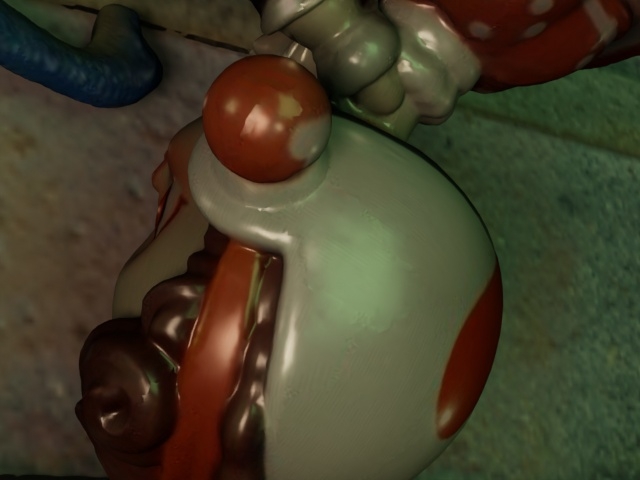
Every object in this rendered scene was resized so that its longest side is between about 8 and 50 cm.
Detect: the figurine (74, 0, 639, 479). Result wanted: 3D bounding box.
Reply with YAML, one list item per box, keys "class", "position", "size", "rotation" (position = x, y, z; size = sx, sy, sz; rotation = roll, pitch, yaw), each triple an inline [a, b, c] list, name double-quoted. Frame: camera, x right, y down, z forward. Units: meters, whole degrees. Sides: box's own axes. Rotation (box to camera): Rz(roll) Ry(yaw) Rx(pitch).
- class: "figurine"
  position: [0.000, 0.000, 0.475]
  size: [0.160, 0.183, 0.226]
  rotation: [26, 83, -11]

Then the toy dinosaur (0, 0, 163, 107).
- class: "toy dinosaur"
  position: [-0.143, -0.045, 0.415]
  size: [0.188, 0.075, 0.247]
  rotation: [56, 41, -28]
